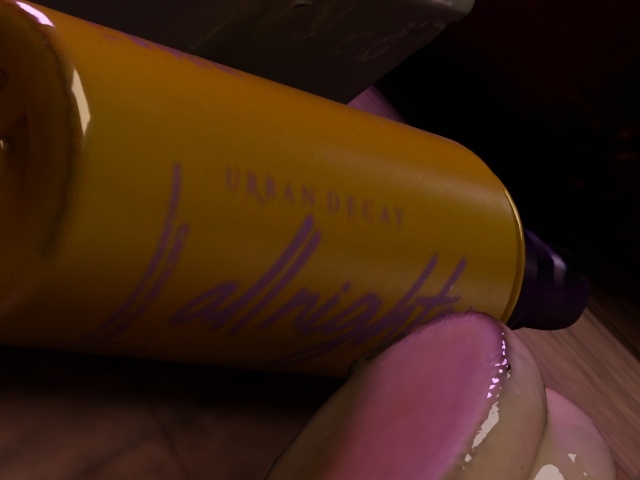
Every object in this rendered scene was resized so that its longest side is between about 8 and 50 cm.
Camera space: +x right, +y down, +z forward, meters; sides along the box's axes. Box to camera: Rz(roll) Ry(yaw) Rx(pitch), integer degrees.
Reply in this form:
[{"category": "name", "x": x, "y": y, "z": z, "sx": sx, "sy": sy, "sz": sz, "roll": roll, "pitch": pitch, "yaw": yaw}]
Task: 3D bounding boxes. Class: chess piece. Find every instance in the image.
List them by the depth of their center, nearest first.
[{"category": "chess piece", "x": 0.067, "y": 0.102, "z": 0.382, "sx": 0.170, "sy": 0.094, "sz": 0.094, "roll": 41, "pitch": 22, "yaw": -14}]

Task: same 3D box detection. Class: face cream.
[{"category": "face cream", "x": 0.000, "y": 0.000, "z": 0.463, "sx": 0.273, "sy": 0.078, "sz": 0.078, "roll": 12, "pitch": 37, "yaw": -53}]

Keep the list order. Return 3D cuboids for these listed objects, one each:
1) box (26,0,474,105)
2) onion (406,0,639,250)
[{"category": "box", "x": -0.028, "y": -0.092, "z": 0.540, "sx": 0.172, "sy": 0.124, "sz": 0.093, "roll": -4, "pitch": 61, "yaw": -60}, {"category": "onion", "x": 0.225, "y": -0.212, "z": 0.775, "sx": 0.398, "sy": 0.420, "sz": 0.398, "roll": 29, "pitch": 40, "yaw": -28}]
